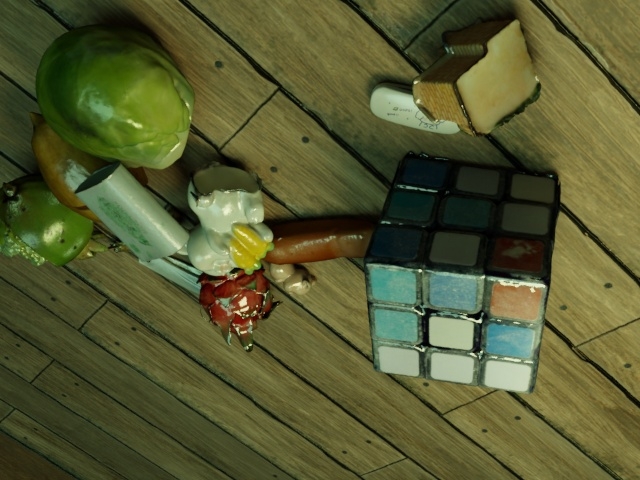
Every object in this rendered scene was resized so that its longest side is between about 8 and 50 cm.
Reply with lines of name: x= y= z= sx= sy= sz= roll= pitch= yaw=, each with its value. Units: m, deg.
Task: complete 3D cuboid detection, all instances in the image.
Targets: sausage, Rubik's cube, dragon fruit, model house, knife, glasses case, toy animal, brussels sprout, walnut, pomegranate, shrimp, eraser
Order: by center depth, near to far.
model house: x=0.270 y=-0.297 z=1.278 sx=0.172 sy=0.183 sz=0.166 roll=28 pitch=154 yaw=53
glasses case: x=0.197 y=-0.268 z=1.404 sx=0.197 sy=0.049 sz=0.076 roll=16 pitch=133 yaw=6
Rubik's cube: x=0.295 y=0.072 z=1.459 sx=0.362 sy=0.359 sz=0.363 roll=7 pitch=131 yaw=11
brussels sprout: x=-0.428 y=-0.306 z=1.469 sx=0.344 sy=0.268 sz=0.344 roll=13 pitch=163 yaw=4
eraser: x=-0.421 y=-0.060 z=1.546 sx=0.174 sy=0.081 sz=0.227 roll=-10 pitch=128 yaw=45
toy animal: x=-0.249 y=-0.032 z=1.659 sx=0.247 sy=0.182 sz=0.310 roll=44 pitch=139 yaw=27
walnut: x=-0.572 y=-0.182 z=1.662 sx=0.336 sy=0.209 sz=0.209 roll=45 pitch=130 yaw=-13
sausage: x=0.000 y=0.000 z=1.684 sx=0.348 sy=0.094 sz=0.097 roll=-6 pitch=138 yaw=23
toy animal: x=-0.079 y=0.089 z=1.797 sx=0.150 sy=0.083 sz=0.089 roll=34 pitch=130 yaw=-9
pomegranate: x=-0.701 y=-0.043 z=1.815 sx=0.260 sy=0.261 sz=0.340 roll=-7 pitch=158 yaw=25
dragon fruit: x=-0.222 y=0.158 z=1.829 sx=0.193 sy=0.192 sz=0.274 roll=9 pitch=115 yaw=44
shrimp: x=-0.528 y=-0.009 z=1.901 sx=0.180 sy=0.041 sz=0.099 roll=-19 pitch=120 yaw=33
knife: x=-0.385 y=0.093 z=1.943 sx=0.265 sy=0.041 sz=0.073 roll=26 pitch=122 yaw=-3

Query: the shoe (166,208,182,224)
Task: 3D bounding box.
shoe: x=-0.411 y=-0.037 z=1.815 sx=0.072 sy=0.069 sz=0.109 roll=-1 pitch=155 yaw=-29
